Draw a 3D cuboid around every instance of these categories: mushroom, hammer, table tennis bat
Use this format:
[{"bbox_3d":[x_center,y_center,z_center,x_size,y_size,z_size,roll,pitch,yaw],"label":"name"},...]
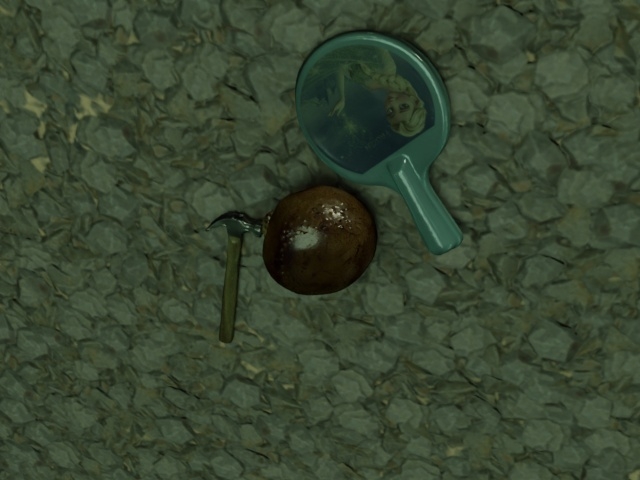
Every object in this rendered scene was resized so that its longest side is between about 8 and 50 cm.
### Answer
[{"bbox_3d":[0.000,0.000,0.972,0.127,0.087,0.127,-3,131,-4],"label":"mushroom"},{"bbox_3d":[-0.102,0.045,1.067,0.062,0.017,0.182,17,127,9],"label":"hammer"},{"bbox_3d":[0.067,-0.088,0.911,0.149,0.038,0.237,-21,110,29],"label":"table tennis bat"}]
